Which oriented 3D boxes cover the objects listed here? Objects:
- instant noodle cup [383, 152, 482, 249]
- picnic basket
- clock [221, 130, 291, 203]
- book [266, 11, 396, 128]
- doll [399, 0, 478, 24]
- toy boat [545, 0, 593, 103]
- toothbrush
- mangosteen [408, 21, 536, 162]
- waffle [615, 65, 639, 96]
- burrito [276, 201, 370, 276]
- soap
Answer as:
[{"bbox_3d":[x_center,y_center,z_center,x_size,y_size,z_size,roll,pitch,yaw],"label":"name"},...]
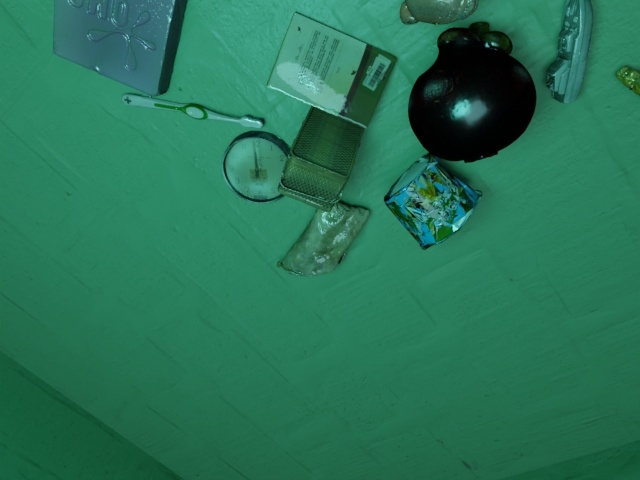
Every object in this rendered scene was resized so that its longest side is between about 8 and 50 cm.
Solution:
[{"bbox_3d":[0.300,-0.114,1.317,0.178,0.240,0.240,42,119,-8],"label":"instant noodle cup"},{"bbox_3d":[0.005,-0.223,1.250,0.165,0.266,0.139,22,140,-5],"label":"picnic basket"},{"bbox_3d":[-0.183,-0.214,1.413,0.226,0.049,0.226,4,124,5],"label":"clock"},{"bbox_3d":[0.028,-0.435,1.217,0.290,0.026,0.201,23,103,-6],"label":"book"},{"bbox_3d":[0.290,-0.634,1.045,0.201,0.156,0.303,23,111,42],"label":"doll"},{"bbox_3d":[0.594,-0.461,1.129,0.085,0.078,0.260,-11,124,-3],"label":"toy boat"},{"bbox_3d":[-0.366,-0.368,1.342,0.418,0.040,0.042,10,125,2],"label":"toothbrush"},{"bbox_3d":[0.351,-0.340,1.116,0.297,0.297,0.313,-10,124,14],"label":"mangosteen"},{"bbox_3d":[0.828,-0.355,1.165,0.192,0.160,0.046,14,122,-37],"label":"waffle"},{"bbox_3d":[0.010,0.008,1.503,0.175,0.107,0.347,36,119,0],"label":"burrito"},{"bbox_3d":[-0.512,-0.557,1.204,0.296,0.107,0.285,21,125,-5],"label":"soap"}]
